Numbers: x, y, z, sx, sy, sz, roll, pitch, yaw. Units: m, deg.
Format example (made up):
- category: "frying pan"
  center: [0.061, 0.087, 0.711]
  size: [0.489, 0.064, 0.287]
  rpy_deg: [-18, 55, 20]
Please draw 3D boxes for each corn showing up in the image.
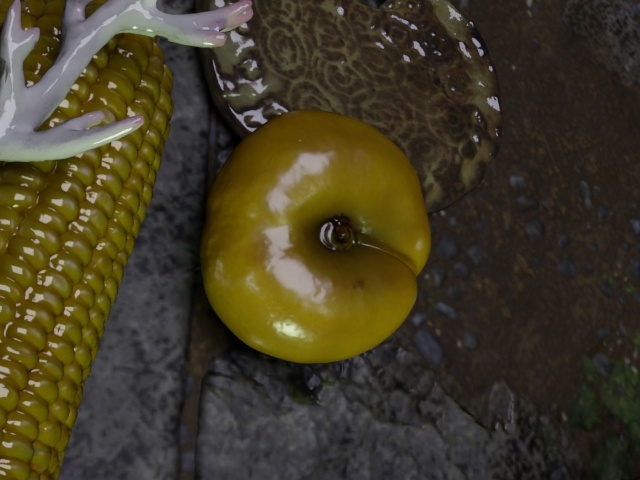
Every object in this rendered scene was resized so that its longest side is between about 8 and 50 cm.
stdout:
- category: "corn"
  center: [-0.179, 0.013, 0.559]
  size: [0.144, 0.144, 0.387]
  rpy_deg: [24, 60, -23]

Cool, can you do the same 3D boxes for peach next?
- category: "peach"
  center: [0.000, 0.000, 0.692]
  size: [0.179, 0.103, 0.179]
  rpy_deg: [0, 90, -34]

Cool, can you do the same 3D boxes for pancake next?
- category: "pancake"
  center: [0.030, -0.148, 0.824]
  size: [0.288, 0.033, 0.286]
  rpy_deg: [-30, 88, -37]

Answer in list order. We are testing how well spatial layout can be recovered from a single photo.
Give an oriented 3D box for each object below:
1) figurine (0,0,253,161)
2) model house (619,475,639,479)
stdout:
- category: "figurine"
  center: [-0.224, -0.153, 0.464]
  size: [0.284, 0.206, 0.315]
  rpy_deg: [-43, 75, -4]
- category: "model house"
  center: [0.324, 0.267, 0.738]
  size: [0.220, 0.229, 0.199]
  rpy_deg: [11, 61, -28]
